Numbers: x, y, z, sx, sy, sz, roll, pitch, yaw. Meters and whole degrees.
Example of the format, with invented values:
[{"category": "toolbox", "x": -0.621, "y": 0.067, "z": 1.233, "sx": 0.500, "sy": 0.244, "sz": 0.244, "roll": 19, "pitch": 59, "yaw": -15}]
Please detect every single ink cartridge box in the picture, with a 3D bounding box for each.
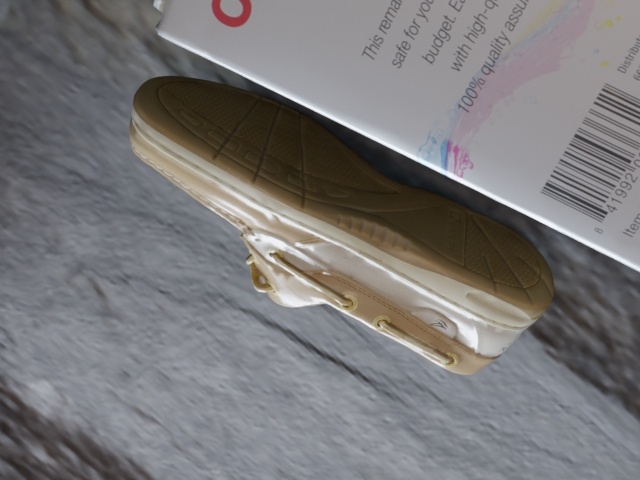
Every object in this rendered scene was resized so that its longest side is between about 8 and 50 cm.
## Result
[{"category": "ink cartridge box", "x": 0.074, "y": -0.096, "z": 0.582, "sx": 0.212, "sy": 0.093, "sz": 0.154, "roll": 25, "pitch": 128, "yaw": -2}]

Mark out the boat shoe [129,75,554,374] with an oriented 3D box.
[{"category": "boat shoe", "x": 0.000, "y": 0.000, "z": 0.696, "sx": 0.170, "sy": 0.063, "sz": 0.059, "roll": 28, "pitch": 123, "yaw": -4}]
